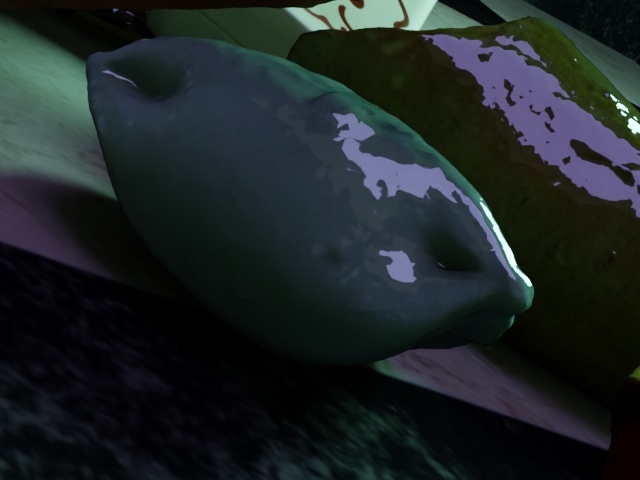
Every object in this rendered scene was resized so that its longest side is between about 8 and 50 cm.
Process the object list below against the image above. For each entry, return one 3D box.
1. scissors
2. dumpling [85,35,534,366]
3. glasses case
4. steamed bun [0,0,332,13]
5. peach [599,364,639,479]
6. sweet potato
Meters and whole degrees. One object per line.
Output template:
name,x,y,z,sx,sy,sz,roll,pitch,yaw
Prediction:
scissors,-0.171,-0.147,0.907,0.220,0.017,0.088,17,25,-42
dumpling,0.002,-0.011,0.631,0.217,0.104,0.149,28,13,30
glasses case,0.008,-0.186,1.048,0.144,0.076,0.336,38,33,-7
steamed bun,-0.119,-0.258,0.762,0.379,0.248,0.235,-2,32,-24
peach,0.163,0.100,0.502,0.154,0.158,0.267,1,3,5
sweet potato,0.145,0.004,0.814,0.370,0.158,0.158,43,17,14
